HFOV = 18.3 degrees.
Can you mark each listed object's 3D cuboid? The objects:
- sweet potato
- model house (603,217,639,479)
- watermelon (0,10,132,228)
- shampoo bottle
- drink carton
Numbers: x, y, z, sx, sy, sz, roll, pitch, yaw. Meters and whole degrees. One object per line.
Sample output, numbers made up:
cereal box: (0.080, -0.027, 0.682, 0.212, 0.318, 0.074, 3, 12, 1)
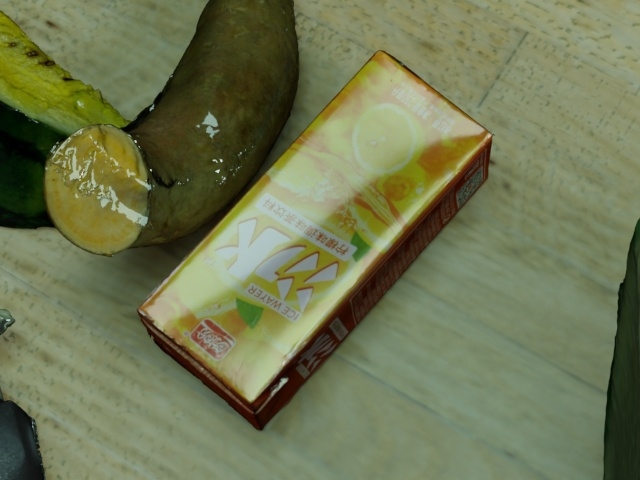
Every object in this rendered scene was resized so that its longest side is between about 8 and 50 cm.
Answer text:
sweet potato: (-0.070, -0.087, 1.217, 0.085, 0.112, 0.286, -3, 40, 38)
model house: (0.291, 0.148, 1.012, 0.280, 0.312, 0.245, 1, 58, 4)
watermelon: (-0.235, -0.107, 1.283, 0.301, 0.123, 0.129, 41, 44, 18)
shampoo bottle: (-0.190, 0.143, 1.188, 0.063, 0.057, 0.207, -17, 69, -1)
drink carton: (0.000, 0.000, 1.217, 0.096, 0.071, 0.223, 40, 77, 16)
